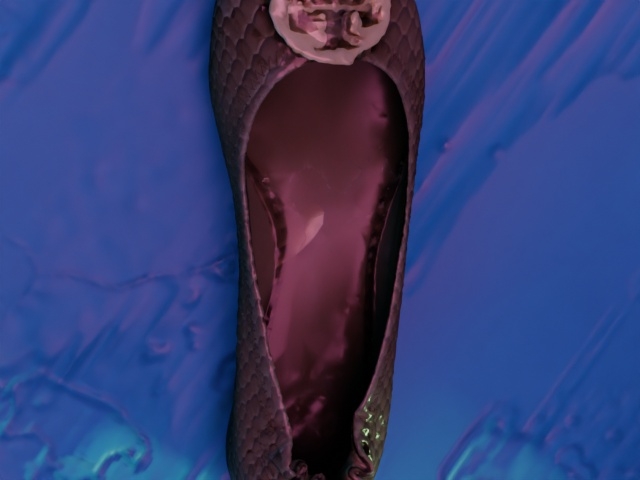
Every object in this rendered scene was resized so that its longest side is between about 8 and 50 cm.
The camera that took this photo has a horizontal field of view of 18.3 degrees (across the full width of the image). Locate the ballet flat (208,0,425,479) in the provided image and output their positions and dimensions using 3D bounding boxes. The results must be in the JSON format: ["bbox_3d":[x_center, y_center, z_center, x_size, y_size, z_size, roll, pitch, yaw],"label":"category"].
[{"bbox_3d":[0.000,0.000,0.723,0.084,0.058,0.250,-2,110,-17],"label":"ballet flat"}]
